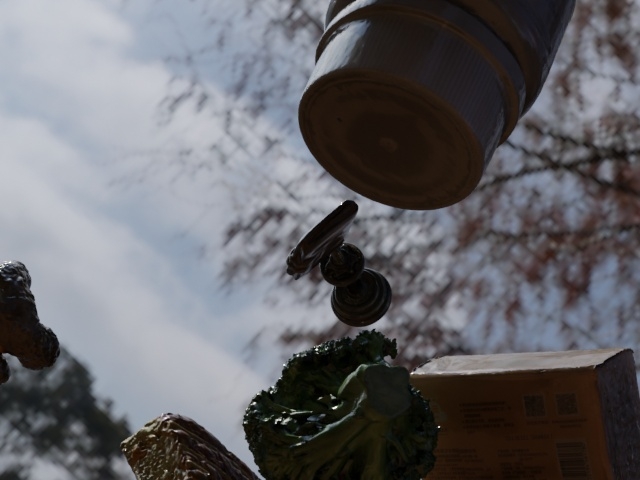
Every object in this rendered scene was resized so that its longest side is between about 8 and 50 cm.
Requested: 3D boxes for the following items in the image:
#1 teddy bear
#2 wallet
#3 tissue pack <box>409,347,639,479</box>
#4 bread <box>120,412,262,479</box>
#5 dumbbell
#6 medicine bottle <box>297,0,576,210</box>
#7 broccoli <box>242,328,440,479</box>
[{"bbox_3d":[-0.467,0.113,2.080,0.140,0.190,0.177,51,16,-73],"label":"teddy bear"},{"bbox_3d":[0.000,0.000,2.282,0.039,0.118,0.153,47,-20,7],"label":"wallet"},{"bbox_3d":[0.313,0.259,2.228,0.305,0.238,0.238,-6,-48,33],"label":"tissue pack"},{"bbox_3d":[-0.157,0.377,2.276,0.274,0.114,0.185,45,5,-39],"label":"bread"},{"bbox_3d":[0.050,0.064,2.628,0.110,0.110,0.254,33,-13,26],"label":"dumbbell"},{"bbox_3d":[0.122,-0.207,1.630,0.245,0.306,0.245,17,-37,13],"label":"medicine bottle"},{"bbox_3d":[0.033,0.247,2.036,0.241,0.269,0.261,-41,-123,49],"label":"broccoli"}]
